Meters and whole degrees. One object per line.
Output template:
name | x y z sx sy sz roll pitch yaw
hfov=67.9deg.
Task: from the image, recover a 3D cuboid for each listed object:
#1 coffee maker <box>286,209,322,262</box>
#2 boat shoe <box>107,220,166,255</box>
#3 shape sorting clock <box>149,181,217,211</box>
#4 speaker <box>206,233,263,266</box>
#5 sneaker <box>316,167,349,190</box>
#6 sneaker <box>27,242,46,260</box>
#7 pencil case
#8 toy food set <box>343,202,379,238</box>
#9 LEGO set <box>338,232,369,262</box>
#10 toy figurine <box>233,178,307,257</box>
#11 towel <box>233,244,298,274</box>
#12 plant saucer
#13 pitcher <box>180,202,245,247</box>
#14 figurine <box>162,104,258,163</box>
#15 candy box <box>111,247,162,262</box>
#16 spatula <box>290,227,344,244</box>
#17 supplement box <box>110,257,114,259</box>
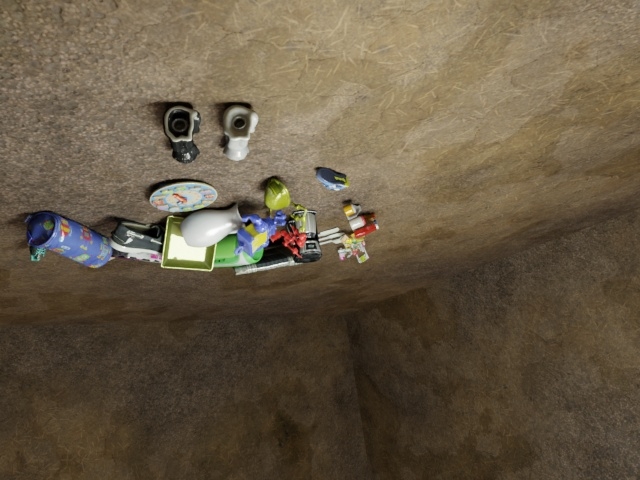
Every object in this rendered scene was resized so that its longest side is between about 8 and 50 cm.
coffee maker | -0.054 -0.006 1.825 0.120 0.179 0.171 -9 162 6
boat shoe | -0.597 -0.011 1.687 0.091 0.114 0.302 -58 157 15
shape sorting clock | -0.427 -0.133 1.491 0.206 0.041 0.206 -7 162 -2
speaker | -0.372 0.034 1.815 0.296 0.131 0.131 -3 166 24
sneaker | 0.030 -0.189 1.509 0.059 0.053 0.144 -20 158 37
sneaker | -0.977 0.024 1.664 0.064 0.076 0.166 6 157 -40
pencil case | -0.838 0.004 1.592 0.133 0.120 0.306 -27 160 3
toy food set | 0.161 -0.082 1.813 0.104 0.111 0.232 -23 160 4
LEGO set | 0.157 0.041 2.135 0.132 0.107 0.287 -19 168 -5
toy figurine | -0.188 -0.016 1.576 0.217 0.191 0.363 -36 163 -21
towel | -0.223 0.083 1.973 0.311 0.056 0.324 -11 -170 -15
plant saucer | -0.473 0.009 1.718 0.188 0.189 0.045 7 -172 -29
pitcher | -0.369 -0.042 1.668 0.207 0.126 0.178 -18 160 -5
figurine | -0.266 -0.246 1.168 0.214 0.093 0.209 -5 170 -14
candy box | -0.662 0.047 1.816 0.159 0.071 0.233 1 173 41
spatula | 0.000 0.000 2.125 0.241 0.019 0.168 -17 162 21
supplement box | -0.831 0.047 1.864 0.098 0.036 0.062 -19 160 28
